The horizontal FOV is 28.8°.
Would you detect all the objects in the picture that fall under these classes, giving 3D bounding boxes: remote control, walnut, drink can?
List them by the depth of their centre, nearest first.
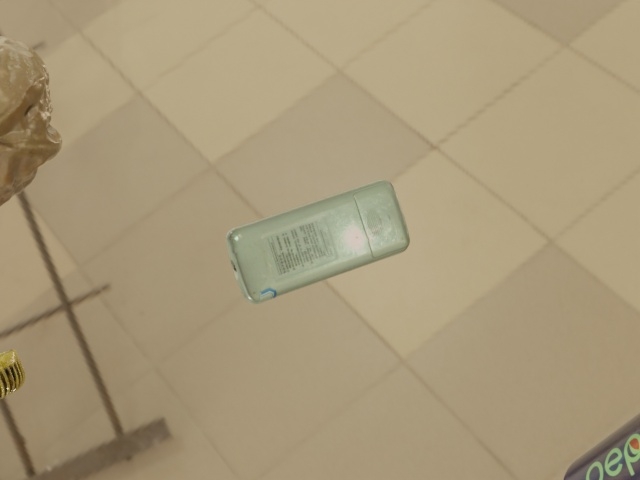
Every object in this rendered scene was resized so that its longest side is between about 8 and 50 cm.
[{"bbox_3d":[0.000,0.000,0.807,0.124,0.053,0.018,-20,3,-23],"label":"remote control"},{"bbox_3d":[0.317,0.209,1.132,0.118,0.205,0.118,16,48,-19],"label":"drink can"},{"bbox_3d":[-0.501,-0.173,1.829,0.227,0.273,0.273,-13,46,-10],"label":"walnut"}]

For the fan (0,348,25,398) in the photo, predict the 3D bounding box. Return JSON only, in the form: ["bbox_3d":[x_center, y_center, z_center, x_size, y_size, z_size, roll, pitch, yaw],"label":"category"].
[{"bbox_3d":[-0.361,0.153,1.229,0.155,0.039,0.082,-22,4,18],"label":"fan"}]
